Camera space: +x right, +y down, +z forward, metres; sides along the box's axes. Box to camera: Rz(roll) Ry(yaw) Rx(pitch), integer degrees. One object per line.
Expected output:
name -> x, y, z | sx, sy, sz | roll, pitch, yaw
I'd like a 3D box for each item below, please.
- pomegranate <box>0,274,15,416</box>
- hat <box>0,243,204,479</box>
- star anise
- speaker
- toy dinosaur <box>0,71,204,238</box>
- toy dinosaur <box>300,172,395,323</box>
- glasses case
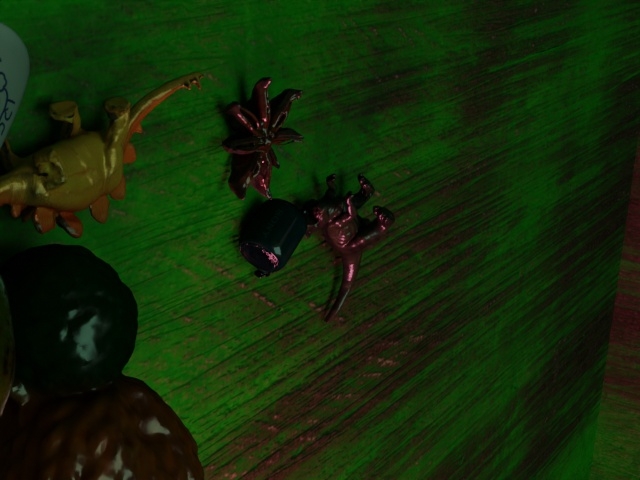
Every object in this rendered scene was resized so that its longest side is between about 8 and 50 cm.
pomegranate -> -0.294, 0.071, 0.809 | 0.263, 0.211, 0.211 | -8, 109, -73
hat -> -0.208, 0.216, 1.039 | 0.285, 0.285, 0.400 | 19, 61, -62
star anise -> -0.068, -0.114, 1.294 | 0.141, 0.042, 0.141 | -37, 136, -47
speaker -> -0.049, 0.005, 1.363 | 0.075, 0.060, 0.094 | -58, 147, -28
toy dinosaur -> -0.205, -0.064, 1.046 | 0.288, 0.070, 0.117 | -36, 143, -45
toy dinosaur -> 0.000, 0.000, 1.499 | 0.179, 0.087, 0.187 | -46, 140, 19
glasses case -> -0.283, -0.078, 0.912 | 0.197, 0.049, 0.076 | -67, 150, -16
